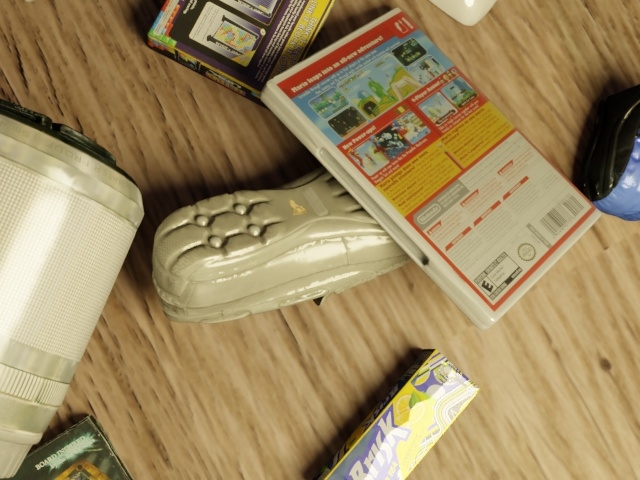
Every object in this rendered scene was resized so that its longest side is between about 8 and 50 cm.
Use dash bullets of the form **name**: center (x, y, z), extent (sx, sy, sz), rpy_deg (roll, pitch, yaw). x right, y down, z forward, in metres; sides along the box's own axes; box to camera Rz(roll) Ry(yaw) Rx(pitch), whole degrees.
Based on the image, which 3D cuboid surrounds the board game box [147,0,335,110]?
- **board game box**: center (-0.065, -0.230, 1.017), extent (0.141, 0.048, 0.170), rpy_deg (28, 80, -5)

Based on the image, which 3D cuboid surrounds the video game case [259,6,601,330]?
- **video game case**: center (0.106, -0.076, 0.966), extent (0.285, 0.025, 0.204), rpy_deg (47, 50, 7)

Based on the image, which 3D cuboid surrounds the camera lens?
- **camera lens**: center (-0.287, 0.029, 0.871), extent (0.219, 0.219, 0.274), rpy_deg (22, 81, -4)

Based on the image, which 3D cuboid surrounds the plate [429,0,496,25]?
- **plate**: center (0.123, -0.401, 1.064), extent (0.278, 0.045, 0.277), rpy_deg (37, 80, -2)

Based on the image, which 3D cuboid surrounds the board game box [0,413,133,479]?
- **board game box**: center (-0.252, 0.258, 0.943), extent (0.186, 0.026, 0.126), rpy_deg (-32, 87, -9)

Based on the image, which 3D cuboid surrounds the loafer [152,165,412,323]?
- **loafer**: center (0.000, 0.000, 0.973), extent (0.319, 0.111, 0.112), rpy_deg (-12, 50, -20)

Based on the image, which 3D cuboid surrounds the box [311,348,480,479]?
- **box**: center (0.068, 0.181, 0.977), extent (0.059, 0.054, 0.169), rpy_deg (42, 81, 0)

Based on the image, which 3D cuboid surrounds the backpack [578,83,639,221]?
- **backpack**: center (0.311, -0.077, 1.017), extent (0.101, 0.098, 0.120), rpy_deg (25, 80, -7)
